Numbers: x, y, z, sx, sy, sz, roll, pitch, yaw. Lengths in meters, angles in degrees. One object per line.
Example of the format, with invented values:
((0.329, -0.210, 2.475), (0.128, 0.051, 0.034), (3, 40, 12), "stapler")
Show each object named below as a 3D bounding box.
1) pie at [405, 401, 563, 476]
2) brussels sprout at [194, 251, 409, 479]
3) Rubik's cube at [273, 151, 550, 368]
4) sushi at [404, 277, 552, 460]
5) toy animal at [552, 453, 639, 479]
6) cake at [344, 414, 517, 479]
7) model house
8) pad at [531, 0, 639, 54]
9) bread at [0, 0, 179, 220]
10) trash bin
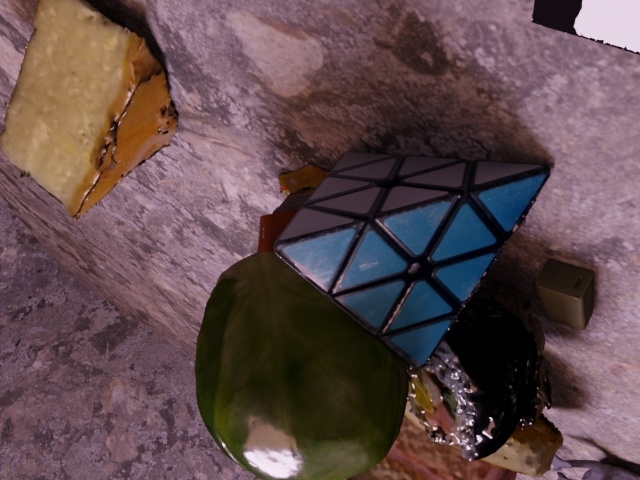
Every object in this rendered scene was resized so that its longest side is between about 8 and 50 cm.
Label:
((0.259, 0.289, 1.164), (0.315, 0.093, 0.315), (23, -169, -5), "pie")
((-0.039, 0.169, 0.928), (0.289, 0.281, 0.355), (50, -168, -50), "brussels sprout")
((0.094, -0.005, 0.799), (0.233, 0.229, 0.228), (27, 164, 3), "Rubik's cube")
((0.233, 0.170, 0.945), (0.225, 0.218, 0.239), (45, 137, 42), "sushi")
((0.525, 0.441, 1.216), (0.205, 0.081, 0.367), (14, 155, 5), "toy animal")
((0.253, 0.472, 1.393), (0.293, 0.307, 0.314), (21, 153, 28), "cake")
((0.000, 0.000, 1.060), (0.207, 0.136, 0.219), (48, 155, -22), "model house")
((0.237, -0.223, 0.454), (0.170, 0.006, 0.246), (27, 155, 25), "pad")
((-0.405, -0.210, 1.089), (0.248, 0.279, 0.315), (40, 170, 9), "bread")
((0.318, 0.074, 0.865), (0.060, 0.043, 0.092), (19, 153, 36), "trash bin")
